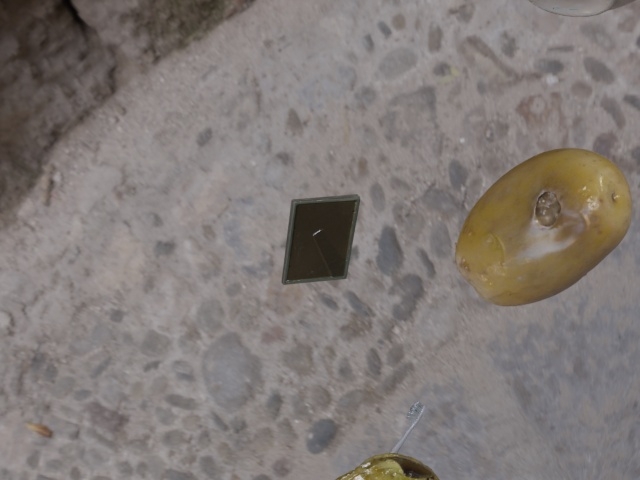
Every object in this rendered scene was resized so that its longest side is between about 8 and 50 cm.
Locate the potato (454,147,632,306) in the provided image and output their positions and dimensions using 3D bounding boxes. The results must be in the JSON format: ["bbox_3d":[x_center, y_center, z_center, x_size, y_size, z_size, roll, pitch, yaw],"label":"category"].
[{"bbox_3d":[0.267,-0.019,1.190,0.234,0.146,0.150,-36,98,26],"label":"potato"}]

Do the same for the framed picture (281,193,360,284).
[{"bbox_3d":[0.000,0.000,0.890,0.066,0.089,0.007,-6,33,-22],"label":"framed picture"}]

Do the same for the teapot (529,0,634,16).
[{"bbox_3d":[0.197,-0.243,0.792,0.245,0.159,0.116,9,91,42],"label":"teapot"}]

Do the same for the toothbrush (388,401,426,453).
[{"bbox_3d":[0.114,0.396,1.725,0.257,0.024,0.018,-58,23,-14],"label":"toothbrush"}]

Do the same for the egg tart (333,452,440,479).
[{"bbox_3d":[0.109,0.477,1.657,0.241,0.106,0.241,-3,104,-11],"label":"egg tart"}]
